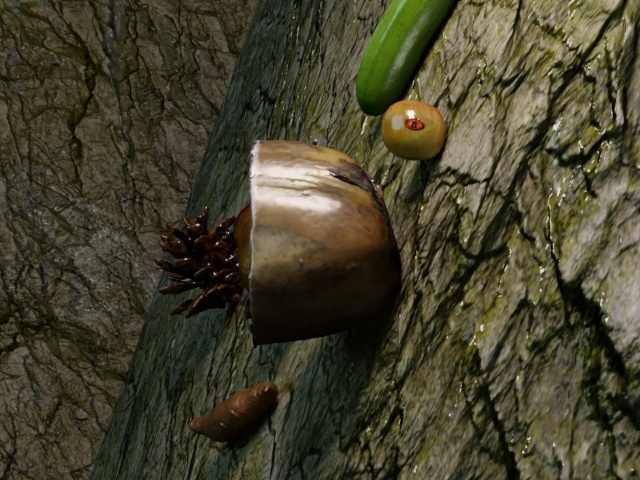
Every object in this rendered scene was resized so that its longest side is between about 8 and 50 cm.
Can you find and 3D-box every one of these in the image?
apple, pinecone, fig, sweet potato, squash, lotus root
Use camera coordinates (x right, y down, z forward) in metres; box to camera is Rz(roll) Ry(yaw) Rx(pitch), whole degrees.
[{"bbox_3d":[0.115,-0.134,1.445,0.084,0.084,0.071,156,127,-72],"label":"apple"},{"bbox_3d":[-0.237,0.040,2.350,0.202,0.201,0.229,-11,23,46],"label":"pinecone"},{"bbox_3d":[-0.026,-0.008,1.721,0.274,0.146,0.170,-28,57,44],"label":"fig"},{"bbox_3d":[-0.132,0.275,1.816,0.314,0.066,0.072,141,142,-60],"label":"sweet potato"},{"bbox_3d":[0.125,-0.306,1.683,0.082,0.082,0.292,-87,23,-55],"label":"squash"},{"bbox_3d":[0.000,0.000,1.416,0.272,0.192,0.272,-7,-90,-83],"label":"lotus root"}]

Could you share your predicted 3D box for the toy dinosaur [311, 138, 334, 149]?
[{"bbox_3d":[-0.031,-0.074,1.940,0.259,0.094,0.153,134,157,-78],"label":"toy dinosaur"}]
